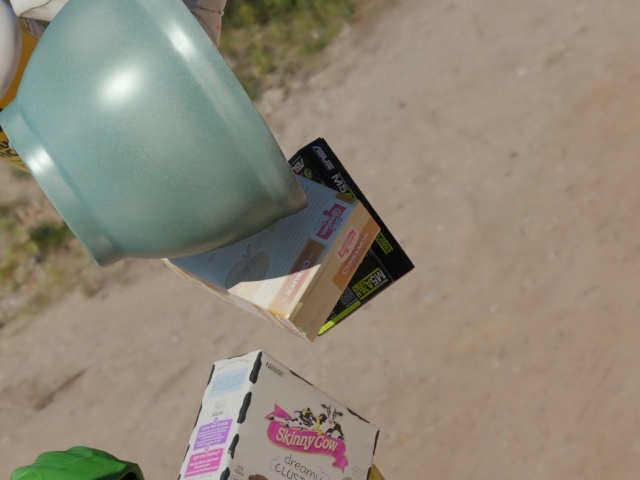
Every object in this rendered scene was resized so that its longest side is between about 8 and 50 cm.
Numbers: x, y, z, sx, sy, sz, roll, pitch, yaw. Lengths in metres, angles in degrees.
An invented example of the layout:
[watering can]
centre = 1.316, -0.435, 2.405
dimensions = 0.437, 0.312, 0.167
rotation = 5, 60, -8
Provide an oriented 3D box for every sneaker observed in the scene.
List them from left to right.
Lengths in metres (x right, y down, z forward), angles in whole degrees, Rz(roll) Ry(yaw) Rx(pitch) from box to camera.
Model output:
[sneaker]
centre = -0.215, -0.227, 1.506
dimensions = 0.232, 0.115, 0.090
rotation = 3, 1, 2

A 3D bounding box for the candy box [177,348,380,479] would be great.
[candy box]
centre = -0.042, 0.223, 1.276
dimensions = 0.070, 0.165, 0.196
rotation = -20, 45, 43

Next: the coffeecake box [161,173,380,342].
[coffeecake box]
centre = -0.055, 0.001, 1.477
dimensions = 0.185, 0.068, 0.142
rotation = 24, 76, 33

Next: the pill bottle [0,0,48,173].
[pill bottle]
centre = -0.416, -0.208, 1.825
dimensions = 0.188, 0.188, 0.334
rotation = -30, -26, 18

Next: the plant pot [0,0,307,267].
[plant pot]
centre = -0.173, -0.097, 1.326
dimensions = 0.196, 0.293, 0.293
rotation = -35, 13, -4

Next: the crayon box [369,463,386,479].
[crayon box]
centre = 0.033, 0.346, 1.488
dimensions = 0.202, 0.318, 0.081
rotation = 4, -47, -52

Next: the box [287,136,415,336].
[box]
centre = 0.000, 0.000, 1.649
dimensions = 0.045, 0.184, 0.190
rotation = -35, -4, -36

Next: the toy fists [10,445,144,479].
[toy fists]
centre = -0.313, 0.336, 1.550
dimensions = 0.142, 0.096, 0.279
rotation = 10, 47, 30
